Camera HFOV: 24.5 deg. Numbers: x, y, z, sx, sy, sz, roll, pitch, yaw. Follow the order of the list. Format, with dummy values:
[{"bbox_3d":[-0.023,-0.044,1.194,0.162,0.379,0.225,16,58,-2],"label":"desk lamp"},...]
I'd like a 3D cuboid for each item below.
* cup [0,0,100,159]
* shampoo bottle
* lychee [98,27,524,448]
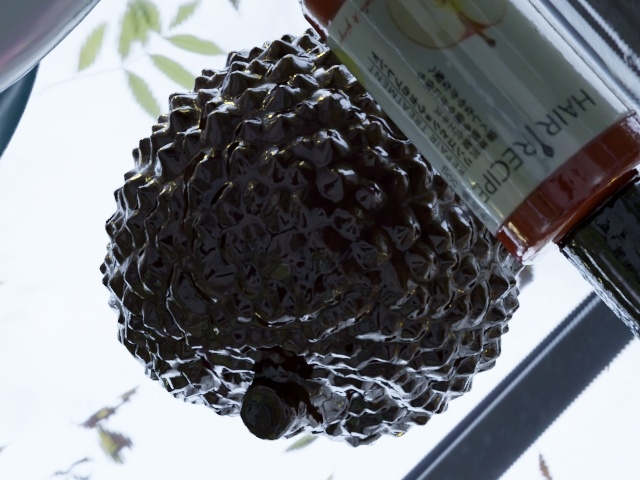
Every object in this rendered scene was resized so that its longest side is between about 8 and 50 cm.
[{"bbox_3d":[-0.182,-0.075,0.549,0.300,0.173,0.167,-3,-48,44],"label":"cup"},{"bbox_3d":[0.113,-0.062,0.814,0.104,0.104,0.278,-43,-101,12],"label":"shampoo bottle"},{"bbox_3d":[0.000,0.000,1.046,0.306,0.306,0.330,3,-123,12],"label":"lychee"}]
